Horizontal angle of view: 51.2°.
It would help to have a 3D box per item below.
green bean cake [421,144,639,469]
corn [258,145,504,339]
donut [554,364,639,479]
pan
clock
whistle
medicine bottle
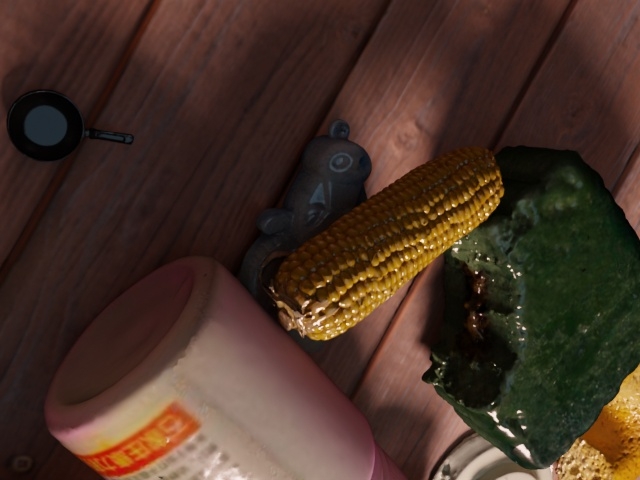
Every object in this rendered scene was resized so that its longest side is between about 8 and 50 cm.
[{"bbox_3d":[0.249,0.076,0.834,0.300,0.169,0.308,-45,115,-10],"label":"green bean cake"},{"bbox_3d":[0.073,-0.003,0.687,0.293,0.106,0.106,-34,114,-22],"label":"corn"},{"bbox_3d":[0.451,0.254,1.010,0.152,0.101,0.259,-3,100,-29],"label":"donut"},{"bbox_3d":[-0.242,-0.107,0.650,0.115,0.023,0.069,8,99,-22],"label":"pan"},{"bbox_3d":[0.259,0.386,0.975,0.236,0.053,0.237,-6,106,-22],"label":"clock"},{"bbox_3d":[0.000,0.000,0.745,0.180,0.093,0.269,0,103,-29],"label":"whistle"},{"bbox_3d":[-0.070,0.216,0.698,0.219,0.219,0.388,-44,116,-8],"label":"medicine bottle"}]
